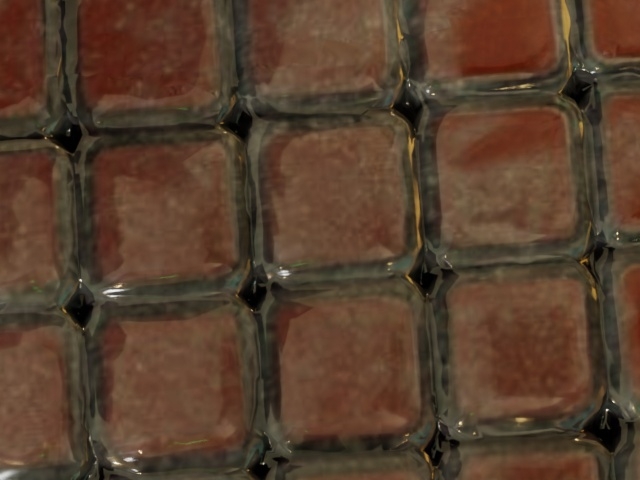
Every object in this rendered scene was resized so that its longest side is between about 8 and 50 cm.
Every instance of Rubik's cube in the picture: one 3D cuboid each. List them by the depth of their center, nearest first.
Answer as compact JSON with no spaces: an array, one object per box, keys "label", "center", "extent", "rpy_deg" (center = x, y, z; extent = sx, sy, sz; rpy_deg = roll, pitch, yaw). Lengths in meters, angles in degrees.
[{"label":"Rubik's cube","center":[0.000,0.000,0.526],"extent":[0.237,0.237,0.238],"rpy_deg":[99,168,-84]}]
